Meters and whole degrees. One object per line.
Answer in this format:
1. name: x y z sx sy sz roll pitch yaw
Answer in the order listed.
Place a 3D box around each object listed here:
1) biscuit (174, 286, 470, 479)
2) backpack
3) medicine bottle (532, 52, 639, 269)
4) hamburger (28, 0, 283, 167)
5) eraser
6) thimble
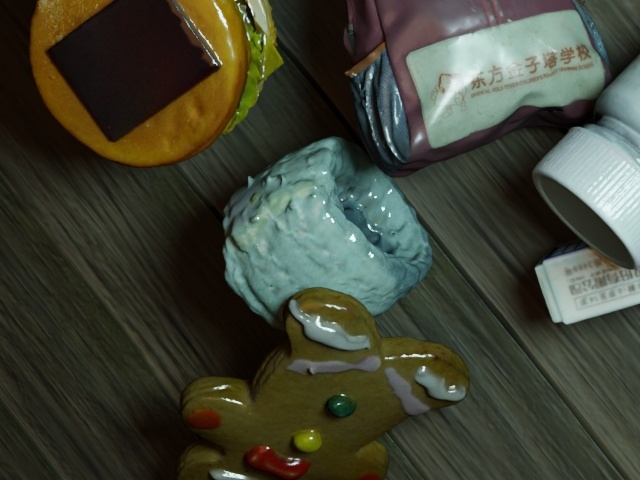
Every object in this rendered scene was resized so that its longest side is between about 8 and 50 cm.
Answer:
1. biscuit: -0.025 0.226 1.980 0.283 0.064 0.432 26 132 -26
2. backpack: 0.143 -0.249 1.863 0.283 0.197 0.317 -17 82 -19
3. medicine bottle: 0.366 -0.115 1.773 0.273 0.165 0.165 -44 83 -7
4. hamburger: -0.187 -0.234 1.970 0.291 0.225 0.291 4 106 15
5. eraser: 0.384 0.011 1.872 0.279 0.124 0.081 -18 93 19
6. thimble: 0.000 0.000 1.935 0.172 0.250 0.205 -33 60 22
